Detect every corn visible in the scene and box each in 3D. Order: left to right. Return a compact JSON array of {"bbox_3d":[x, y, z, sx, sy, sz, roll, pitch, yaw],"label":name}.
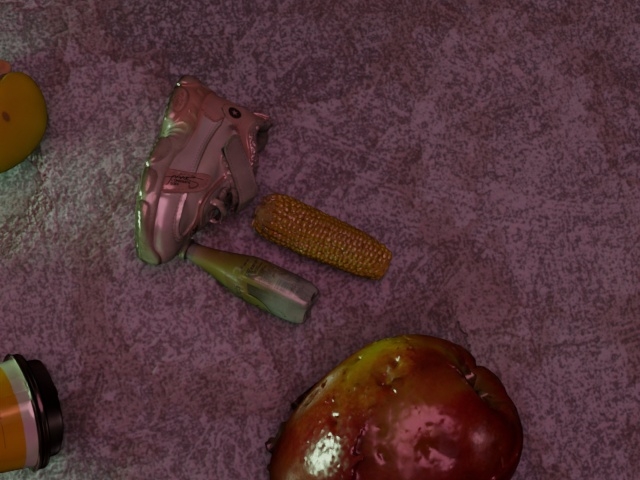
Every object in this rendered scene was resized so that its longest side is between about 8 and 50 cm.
[{"bbox_3d":[0.002,-0.004,1.989,0.260,0.091,0.091,25,73,-4],"label":"corn"}]

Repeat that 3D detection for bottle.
[{"bbox_3d":[-0.135,0.062,1.964,0.270,0.083,0.083,24,75,9],"label":"bottle"}]

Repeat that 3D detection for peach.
[{"bbox_3d":[0.108,0.344,1.833,0.416,0.353,0.339,-39,73,20],"label":"peach"}]

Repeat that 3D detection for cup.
[{"bbox_3d":[-0.560,0.298,1.766,0.280,0.196,0.196,-14,79,-30],"label":"cup"}]

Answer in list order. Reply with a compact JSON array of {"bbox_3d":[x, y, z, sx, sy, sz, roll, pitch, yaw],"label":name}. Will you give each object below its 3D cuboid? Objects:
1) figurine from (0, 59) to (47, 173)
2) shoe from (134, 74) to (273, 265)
[{"bbox_3d":[-0.617,-0.272,1.930,0.215,0.187,0.343,-31,77,-4],"label":"figurine"},{"bbox_3d":[-0.204,-0.113,1.937,0.198,0.172,0.351,16,70,-5],"label":"shoe"}]
